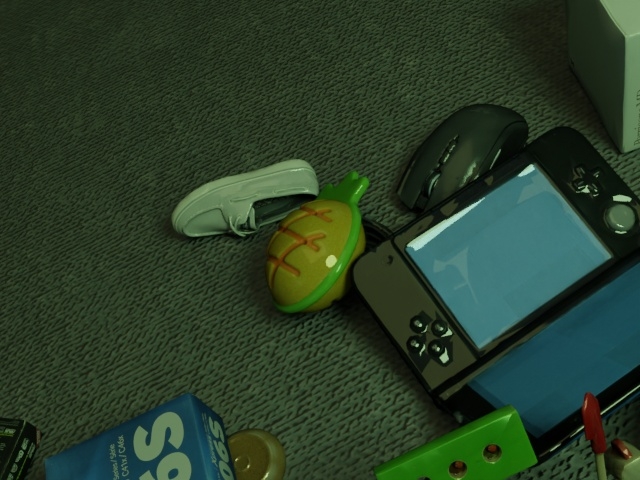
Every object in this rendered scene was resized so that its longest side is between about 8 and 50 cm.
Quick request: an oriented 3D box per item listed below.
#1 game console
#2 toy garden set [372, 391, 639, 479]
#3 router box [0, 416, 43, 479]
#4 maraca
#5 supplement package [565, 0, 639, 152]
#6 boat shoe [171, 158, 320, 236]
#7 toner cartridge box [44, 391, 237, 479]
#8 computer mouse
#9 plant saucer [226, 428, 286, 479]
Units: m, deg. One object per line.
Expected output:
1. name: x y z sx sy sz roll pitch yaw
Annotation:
1. game console: 0.206 0.027 0.737 0.293 0.173 0.250 -33 73 -8
2. toy garden set: 0.174 0.225 0.600 0.204 0.244 0.049 -24 11 -3
3. router box: -0.373 0.238 0.872 0.122 0.038 0.092 1 54 20
4. maraca: 0.000 0.000 0.884 0.127 0.099 0.185 -21 39 42
5. supplement package: 0.436 -0.250 0.877 0.293 0.177 0.175 -18 51 6
6. boat shoe: -0.088 -0.037 0.975 0.184 0.066 0.063 -16 49 -6
7. toner cartridge box: -0.135 0.320 0.694 0.165 0.075 0.348 -27 51 6
8. computer mouse: 0.166 -0.060 0.901 0.262 0.060 0.184 -44 52 -15
9. plant saucer: -0.076 0.221 0.798 0.083 0.015 0.083 -9 52 12
